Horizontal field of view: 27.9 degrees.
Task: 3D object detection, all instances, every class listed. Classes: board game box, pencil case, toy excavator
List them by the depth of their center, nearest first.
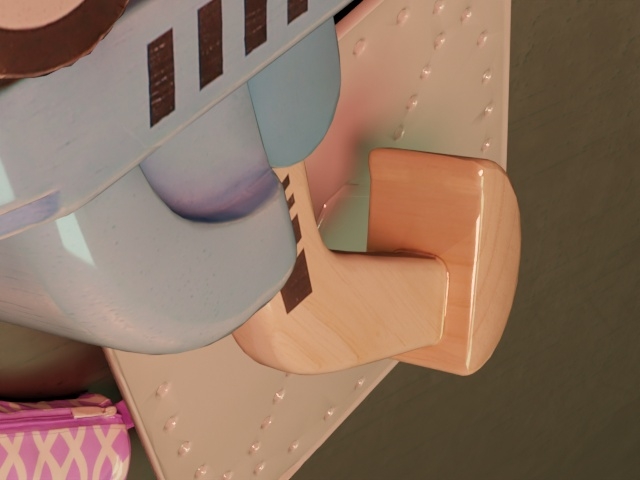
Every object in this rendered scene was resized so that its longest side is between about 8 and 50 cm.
[{"bbox_3d":[-0.061,-0.044,0.585,0.433,0.222,0.445,-44,133,-42],"label":"toy excavator"},{"bbox_3d":[-0.218,0.144,0.863,0.206,0.086,0.088,2,140,-50],"label":"pencil case"},{"bbox_3d":[0.000,0.000,0.919,0.390,0.050,0.390,-45,150,-25],"label":"board game box"}]
